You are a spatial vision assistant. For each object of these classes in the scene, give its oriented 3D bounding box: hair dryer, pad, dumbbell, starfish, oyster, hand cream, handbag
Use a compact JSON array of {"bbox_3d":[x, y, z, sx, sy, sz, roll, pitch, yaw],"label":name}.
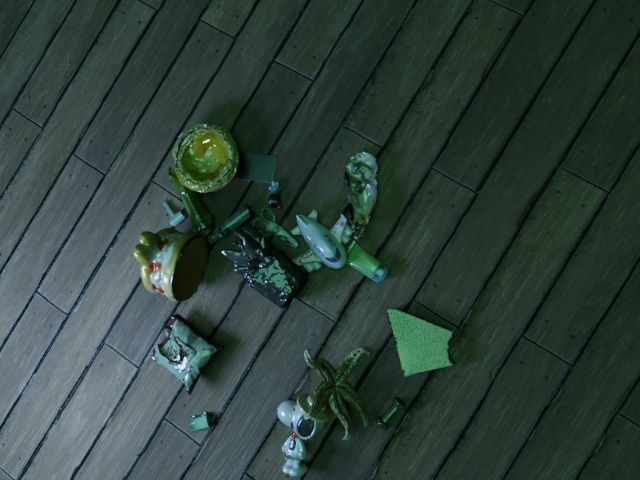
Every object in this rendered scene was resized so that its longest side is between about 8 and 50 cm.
[{"bbox_3d":[-0.597,-0.119,1.767,0.063,0.038,0.124,-40,73,2],"label":"hair dryer"},{"bbox_3d":[-0.255,-0.290,1.738,0.157,0.003,0.112,11,86,10],"label":"pad"},{"bbox_3d":[0.249,0.615,1.556,0.052,0.046,0.118,39,92,5],"label":"dumbbell"},{"bbox_3d":[0.064,0.509,1.542,0.375,0.094,0.327,44,60,-22],"label":"starfish"},{"bbox_3d":[0.147,-0.167,1.624,0.128,0.078,0.346,2,77,2],"label":"oyster"},{"bbox_3d":[0.168,0.086,1.617,0.175,0.046,0.095,34,96,19],"label":"hand cream"},{"bbox_3d":[-0.514,0.427,1.656,0.235,0.127,0.213,34,93,13],"label":"handbag"}]

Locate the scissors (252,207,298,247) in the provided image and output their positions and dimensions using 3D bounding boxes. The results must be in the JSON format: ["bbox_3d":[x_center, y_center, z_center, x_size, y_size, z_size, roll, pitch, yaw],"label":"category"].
[{"bbox_3d":[-0.164,-0.038,1.689,0.204,0.027,0.101,36,94,13],"label":"scissors"}]

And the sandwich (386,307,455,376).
[{"bbox_3d":[0.364,0.337,1.558,0.211,0.063,0.245,-14,83,4],"label":"sandwich"}]

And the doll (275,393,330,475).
[{"bbox_3d":[-0.055,0.689,1.565,0.207,0.144,0.272,-15,79,29],"label":"doll"}]

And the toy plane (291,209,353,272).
[{"bbox_3d":[0.001,0.000,1.615,0.251,0.118,0.253,0,87,8],"label":"toy plane"}]

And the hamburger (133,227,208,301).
[{"bbox_3d":[-0.555,0.078,1.605,0.186,0.303,0.261,16,82,7],"label":"hamburger"}]

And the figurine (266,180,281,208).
[{"bbox_3d":[-0.174,-0.176,1.697,0.059,0.047,0.106,10,77,-26],"label":"figurine"}]

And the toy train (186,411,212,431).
[{"bbox_3d":[-0.459,0.689,1.669,0.093,0.038,0.057,-17,85,7],"label":"toy train"}]

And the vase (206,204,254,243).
[{"bbox_3d":[-0.354,-0.056,1.706,0.211,0.060,0.060,-36,81,6],"label":"vase"}]

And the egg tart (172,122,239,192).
[{"bbox_3d":[-0.441,-0.318,1.713,0.287,0.118,0.289,-1,86,10],"label":"egg tart"}]

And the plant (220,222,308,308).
[{"bbox_3d":[-0.208,0.094,1.602,0.320,0.194,0.182,39,88,7],"label":"plant"}]

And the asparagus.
[{"bbox_3d":[-0.511,-0.153,1.733,0.085,0.082,0.343,-34,77,41],"label":"asparagus"}]
